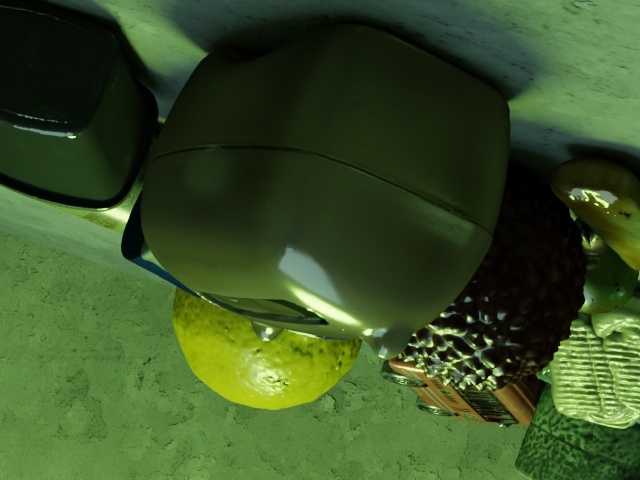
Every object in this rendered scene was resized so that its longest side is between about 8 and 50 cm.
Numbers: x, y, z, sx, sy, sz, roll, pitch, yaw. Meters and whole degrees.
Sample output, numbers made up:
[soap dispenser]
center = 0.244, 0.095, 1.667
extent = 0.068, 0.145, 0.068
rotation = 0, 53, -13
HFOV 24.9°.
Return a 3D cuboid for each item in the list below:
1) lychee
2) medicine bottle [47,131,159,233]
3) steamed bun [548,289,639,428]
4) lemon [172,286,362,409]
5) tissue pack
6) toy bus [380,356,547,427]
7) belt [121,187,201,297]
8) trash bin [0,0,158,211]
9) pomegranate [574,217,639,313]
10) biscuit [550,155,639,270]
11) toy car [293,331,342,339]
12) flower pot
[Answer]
[lychee]
center = 0.167, 0.031, 1.632
extent = 0.264, 0.300, 0.264
rotation = -7, 136, -7
[medicine bottle]
center = -0.312, -0.105, 1.996
extent = 0.322, 0.151, 0.151
rotation = 23, 169, -27
[steamed bun]
center = 0.439, 0.158, 2.091
extent = 0.211, 0.144, 0.218
rotation = 0, 116, 37
[lemon]
center = -0.085, 0.126, 2.413
extent = 0.336, 0.336, 0.336
rotation = 17, 170, 3
[tissue pack]
center = -0.011, -0.044, 1.444
extent = 0.267, 0.277, 0.387
rotation = 27, 166, -29
[toy bus]
center = 0.260, 0.180, 2.430
extent = 0.233, 0.203, 0.427
rotation = 9, 165, 21
[belt]
center = -0.142, -0.045, 1.803
extent = 0.117, 0.212, 0.347
rotation = 31, 163, -17
[trash bin]
center = -0.308, -0.150, 1.677
extent = 0.209, 0.182, 0.290
rotation = 18, 165, 6
[pomegranate]
center = 0.323, 0.022, 1.718
extent = 0.114, 0.114, 0.142
rotation = 14, 146, 20
[biscuit]
center = 0.390, -0.011, 1.520
extent = 0.236, 0.062, 0.290
rotation = 12, 168, 36
[toy car]
center = 0.000, 0.000, 1.787
extent = 0.172, 0.235, 0.158
rotation = 15, 137, -2
[flower pot]
center = 0.454, 0.269, 2.287
extent = 0.299, 0.283, 0.299
rotation = 21, -177, -1
